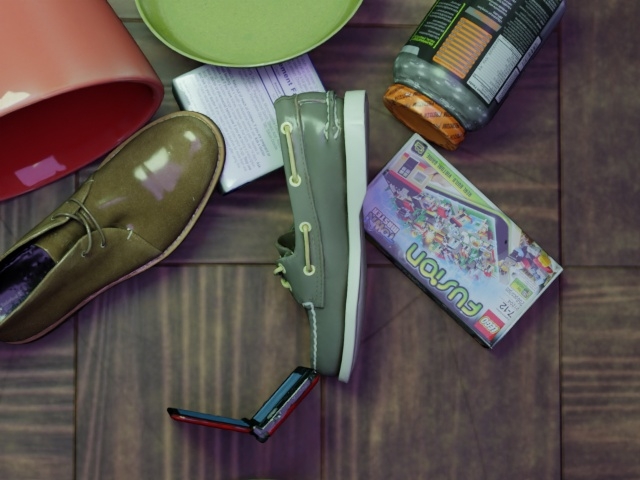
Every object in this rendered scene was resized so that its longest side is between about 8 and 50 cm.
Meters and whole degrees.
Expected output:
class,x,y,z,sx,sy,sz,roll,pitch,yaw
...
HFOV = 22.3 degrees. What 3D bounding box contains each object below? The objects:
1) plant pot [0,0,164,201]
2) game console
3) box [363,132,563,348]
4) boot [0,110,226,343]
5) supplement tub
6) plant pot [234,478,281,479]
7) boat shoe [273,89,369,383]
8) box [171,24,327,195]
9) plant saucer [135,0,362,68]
class,x,y,z,sx,sy,sz,roll,pitch,yaw
plant pot,-0.319,-0.190,1.525,0.275,0.275,0.243,-24,81,-7
game console,-0.076,0.148,1.577,0.085,0.144,0.124,42,83,-4
box,0.134,0.001,1.664,0.207,0.036,0.114,42,83,-3
boot,-0.214,-0.008,1.557,0.305,0.115,0.112,-42,84,3
supplement tub,0.152,-0.193,1.638,0.117,0.117,0.190,36,84,-3
plant pot,-0.104,0.390,1.519,0.276,0.276,0.254,-11,99,-7
boat shoe,0.000,-0.002,1.585,0.091,0.109,0.305,2,115,3
box,-0.063,-0.129,1.632,0.137,0.072,0.126,-25,89,-7
plant saucer,-0.066,-0.261,1.617,0.241,0.037,0.241,-3,60,5
